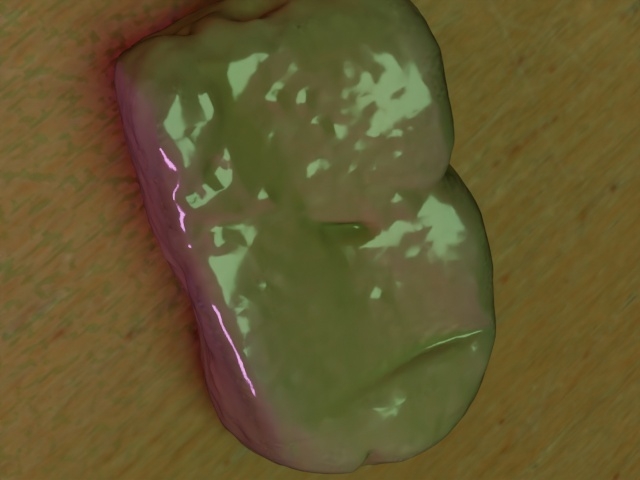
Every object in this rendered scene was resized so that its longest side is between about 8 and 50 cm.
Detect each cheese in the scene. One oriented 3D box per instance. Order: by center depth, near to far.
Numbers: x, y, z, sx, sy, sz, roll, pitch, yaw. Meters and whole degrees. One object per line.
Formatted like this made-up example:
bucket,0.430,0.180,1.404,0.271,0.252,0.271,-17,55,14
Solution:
cheese,-0.001,0.000,0.629,0.159,0.093,0.263,-24,115,-17
